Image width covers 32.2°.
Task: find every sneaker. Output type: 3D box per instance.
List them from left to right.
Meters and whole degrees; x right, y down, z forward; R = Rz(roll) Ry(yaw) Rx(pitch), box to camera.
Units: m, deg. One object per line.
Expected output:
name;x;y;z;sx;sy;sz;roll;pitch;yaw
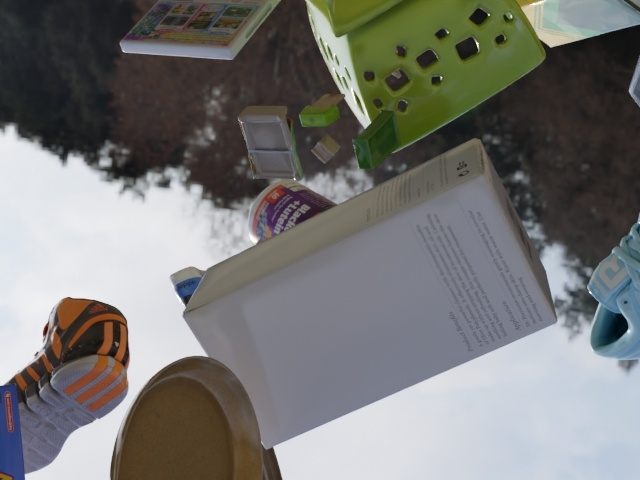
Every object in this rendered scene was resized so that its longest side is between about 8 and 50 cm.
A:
sneaker;-0.379;0.198;1.534;0.321;0.124;0.180;-29;-146;19
sneaker;-0.161;0.084;1.599;0.058;0.085;0.152;-25;170;13
sneaker;0.461;0.041;1.563;0.150;0.366;0.135;-12;-141;-14

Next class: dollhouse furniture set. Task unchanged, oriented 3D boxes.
dollhouse furniture set;-0.003;-0.104;1.090;0.151;0.076;0.058;4;-147;33

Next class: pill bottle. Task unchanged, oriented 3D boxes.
pill bottle;0.000;0.000;1.490;0.108;0.108;0.193;-4;-155;-44

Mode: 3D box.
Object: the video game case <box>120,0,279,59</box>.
video game case;-0.141;-0.267;1.332;0.157;0.019;0.143;9;-133;26

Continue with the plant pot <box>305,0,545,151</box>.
plant pot;0.097;-0.280;1.306;0.228;0.207;0.227;-31;-139;3

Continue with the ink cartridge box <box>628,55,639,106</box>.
ink cartridge box;0.364;-0.196;0.970;0.179;0.145;0.045;-26;-116;-10

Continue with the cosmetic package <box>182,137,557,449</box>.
cosmetic package;0.056;0.060;1.250;0.365;0.197;0.155;-24;-164;14

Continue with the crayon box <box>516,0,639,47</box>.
crayon box;0.458;-0.474;1.620;0.106;0.363;0.313;33;176;-12

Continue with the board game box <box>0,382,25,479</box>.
board game box;-0.452;0.349;1.260;0.233;0.347;0.078;0;169;-41

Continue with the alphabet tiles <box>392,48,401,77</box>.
alphabet tiles;0.051;-0.360;1.754;0.198;0.009;0.237;24;-144;-47

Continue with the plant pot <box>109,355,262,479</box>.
plant pot;-0.135;0.233;1.103;0.032;0.236;0.236;-3;-176;31

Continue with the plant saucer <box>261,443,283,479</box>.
plant saucer;-0.093;0.349;1.526;0.041;0.278;0.278;-12;-163;-17
